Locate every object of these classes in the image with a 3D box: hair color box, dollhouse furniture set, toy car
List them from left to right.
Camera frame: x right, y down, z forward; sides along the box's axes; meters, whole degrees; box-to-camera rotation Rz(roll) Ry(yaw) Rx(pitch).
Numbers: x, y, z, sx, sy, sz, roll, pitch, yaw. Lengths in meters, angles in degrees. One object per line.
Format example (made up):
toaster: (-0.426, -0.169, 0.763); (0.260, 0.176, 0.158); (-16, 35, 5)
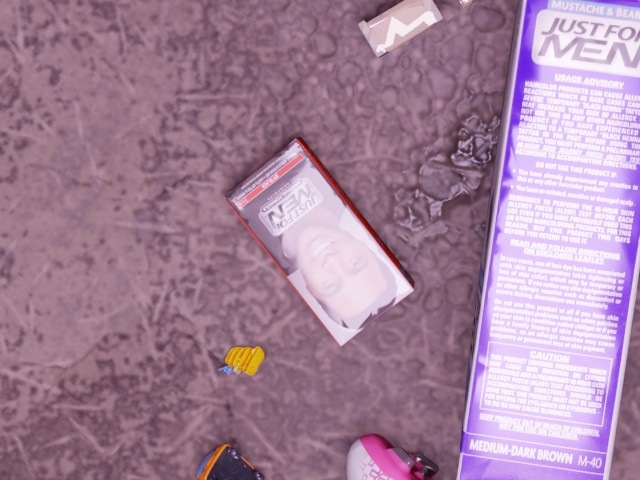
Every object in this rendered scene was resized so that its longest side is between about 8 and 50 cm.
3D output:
toy car: (-0.061, 0.142, 1.390); (0.040, 0.060, 0.122); (7, 76, 46)
hair color box: (0.000, 0.000, 1.358); (0.072, 0.043, 0.141); (-39, 92, 6)
dollhouse furniture set: (0.091, -0.217, 1.271); (0.182, 0.161, 0.101); (-30, 92, 6)
hair color box: (0.166, -0.003, 1.274); (0.110, 0.185, 0.338); (9, 96, 5)

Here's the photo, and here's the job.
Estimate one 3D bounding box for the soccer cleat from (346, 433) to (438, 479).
soccer cleat: (0.103, 0.293, 1.315); (0.143, 0.116, 0.331); (-42, 75, 5)
